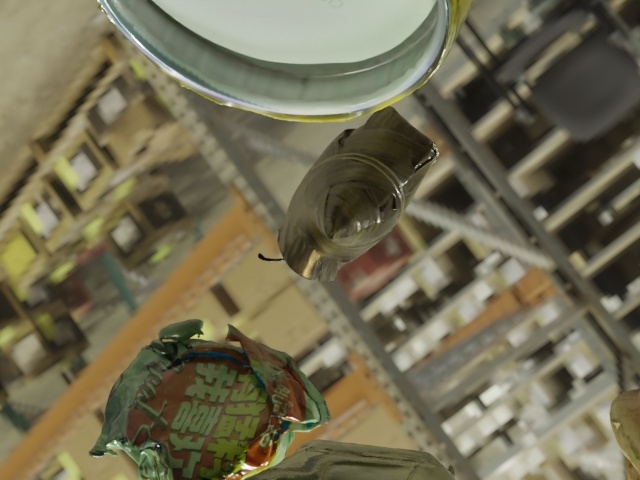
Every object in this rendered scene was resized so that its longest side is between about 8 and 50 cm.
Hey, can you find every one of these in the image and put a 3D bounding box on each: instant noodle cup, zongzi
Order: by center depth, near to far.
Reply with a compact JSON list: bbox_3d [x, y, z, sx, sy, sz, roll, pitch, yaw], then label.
[{"bbox_3d":[-0.005,-0.252,1.049,0.325,0.325,0.254,-51,-162,54],"label":"instant noodle cup"},{"bbox_3d":[0.000,0.000,1.258,0.187,0.084,0.184,-52,-178,40],"label":"zongzi"}]

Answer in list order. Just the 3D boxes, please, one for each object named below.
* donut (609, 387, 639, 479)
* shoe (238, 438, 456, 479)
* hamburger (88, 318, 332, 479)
[{"bbox_3d":[0.478,0.232,1.451,0.449,0.448,0.198,-8,116,-69],"label":"donut"},{"bbox_3d":[-0.022,0.254,1.353,0.341,0.132,0.210,-3,-161,0],"label":"shoe"},{"bbox_3d":[-0.142,0.241,2.017,0.260,0.276,0.150,-50,144,-18],"label":"hamburger"}]
